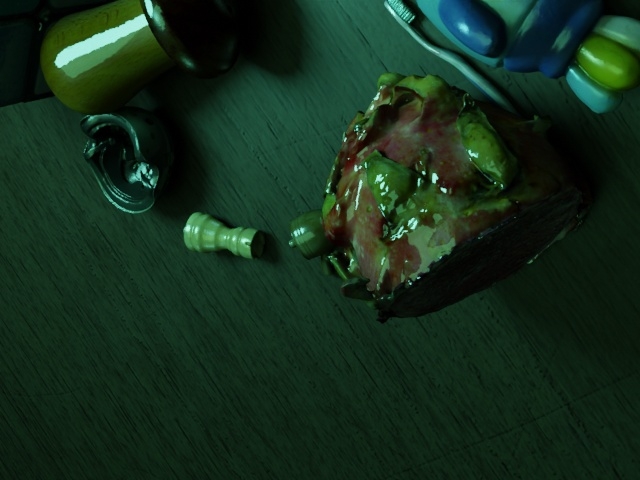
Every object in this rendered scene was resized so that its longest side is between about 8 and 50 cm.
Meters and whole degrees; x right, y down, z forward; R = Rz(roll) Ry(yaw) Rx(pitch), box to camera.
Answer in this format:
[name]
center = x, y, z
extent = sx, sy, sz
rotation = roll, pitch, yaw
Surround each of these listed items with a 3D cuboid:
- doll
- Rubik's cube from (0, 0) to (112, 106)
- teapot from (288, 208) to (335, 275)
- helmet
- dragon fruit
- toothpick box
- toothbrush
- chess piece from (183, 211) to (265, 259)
[doll]
center = 0.215, -0.324, 0.940
extent = 0.376, 0.187, 0.366
rotation = 13, 109, 45
[Rubik's cube]
center = -0.526, -0.408, 1.310
extent = 0.313, 0.318, 0.316
rotation = 34, 122, 18
[teapot]
center = 0.000, 0.000, 1.295
extent = 0.080, 0.085, 0.110
rotation = -25, 124, 15
[helmet]
center = -0.297, -0.143, 1.397
extent = 0.153, 0.107, 0.177
rotation = 26, 139, 20
[dragon fruit]
center = 0.133, -0.080, 1.040
extent = 0.296, 0.314, 0.263
rotation = -40, 68, 28
[toothpick box]
center = -0.249, -0.291, 1.238
extent = 0.294, 0.192, 0.192
rotation = -19, 97, 28
[toothbrush]
center = 0.179, -0.220, 1.107
extent = 0.269, 0.021, 0.027
rotation = 46, 131, 10
[chess piece]
center = -0.150, -0.003, 1.382
extent = 0.122, 0.066, 0.066
rotation = 13, 114, 22
